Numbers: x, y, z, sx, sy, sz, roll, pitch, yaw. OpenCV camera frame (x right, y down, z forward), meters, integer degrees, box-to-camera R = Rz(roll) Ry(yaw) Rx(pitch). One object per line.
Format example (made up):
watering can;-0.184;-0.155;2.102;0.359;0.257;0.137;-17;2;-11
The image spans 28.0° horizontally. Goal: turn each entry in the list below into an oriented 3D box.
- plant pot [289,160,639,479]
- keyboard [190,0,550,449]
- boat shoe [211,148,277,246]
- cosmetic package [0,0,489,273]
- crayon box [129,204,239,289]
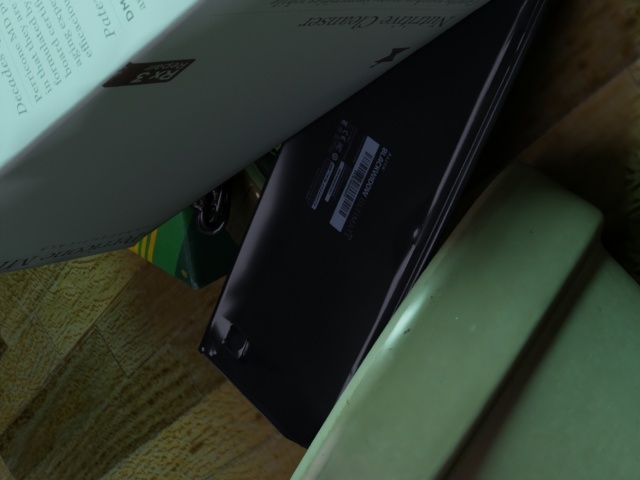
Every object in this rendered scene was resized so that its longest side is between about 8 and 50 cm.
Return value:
plant pot;0.124;0.130;0.651;0.229;0.263;0.263;34;141;10
keyboard;0.003;-0.052;0.736;0.201;0.033;0.317;41;117;35
boat shoe;0.001;0.000;0.846;0.223;0.073;0.080;52;155;11
cosmetic package;-0.090;-0.121;0.647;0.385;0.217;0.156;-33;76;41
crayon box;-0.142;-0.144;0.923;0.202;0.081;0.319;26;133;42
